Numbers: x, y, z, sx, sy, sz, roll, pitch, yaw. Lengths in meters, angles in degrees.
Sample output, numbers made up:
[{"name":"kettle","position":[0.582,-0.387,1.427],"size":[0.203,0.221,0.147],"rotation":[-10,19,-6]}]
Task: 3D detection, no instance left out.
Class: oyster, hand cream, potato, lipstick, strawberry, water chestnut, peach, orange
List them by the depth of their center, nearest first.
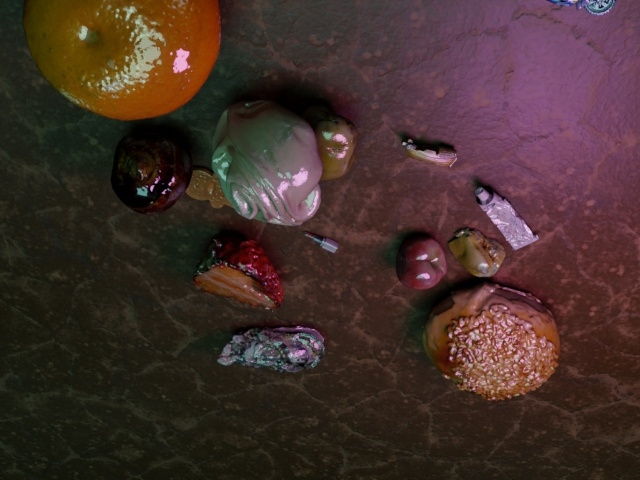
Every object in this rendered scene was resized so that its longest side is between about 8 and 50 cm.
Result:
[{"name":"orange","position":[-0.417,-0.469,1.591],"size":[0.424,0.326,0.424],"rotation":[4,113,10]},{"name":"potato","position":[0.011,-0.242,1.834],"size":[0.137,0.154,0.200],"rotation":[-27,147,-22]},{"name":"water chestnut","position":[-0.441,-0.179,1.939],"size":[0.223,0.224,0.238],"rotation":[-20,164,24]},{"name":"hand cream","position":[0.491,-0.064,1.981],"size":[0.084,0.050,0.257],"rotation":[-29,127,31]},{"name":"peach","position":[0.274,0.069,2.075],"size":[0.152,0.152,0.152],"rotation":[4,131,5]},{"name":"lipstick","position":[0.000,0.000,2.128],"size":[0.107,0.025,0.025],"rotation":[26,130,-5]},{"name":"strawberry","position":[-0.221,0.078,2.157],"size":[0.280,0.150,0.253],"rotation":[18,151,-10]},{"name":"oyster","position":[-0.161,0.363,2.399],"size":[0.351,0.158,0.162],"rotation":[-4,96,-4]}]

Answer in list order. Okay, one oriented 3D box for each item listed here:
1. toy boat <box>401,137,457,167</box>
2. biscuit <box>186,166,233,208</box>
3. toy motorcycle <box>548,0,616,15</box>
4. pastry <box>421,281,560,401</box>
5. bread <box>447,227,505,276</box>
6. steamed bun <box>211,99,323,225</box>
[{"name":"toy boat","position":[0.276,-0.228,1.874],"size":[0.149,0.047,0.049],"rotation":[14,118,-7]},{"name":"biscuit","position":[-0.299,-0.148,2.045],"size":[0.184,0.027,0.133],"rotation":[4,131,8]},{"name":"toy motorcycle","position":[0.517,-0.574,1.509],"size":[0.135,0.092,0.254],"rotation":[-11,120,29]},{"name":"pastry","position":[0.504,0.310,2.171],"size":[0.409,0.245,0.410],"rotation":[4,129,5]},{"name":"bread","position":[0.437,0.047,2.047],"size":[0.156,0.110,0.103],"rotation":[20,136,-8]},{"name":"steamed bun","position":[-0.156,-0.177,1.792],"size":[0.324,0.219,0.310],"rotation":[37,145,35]}]
